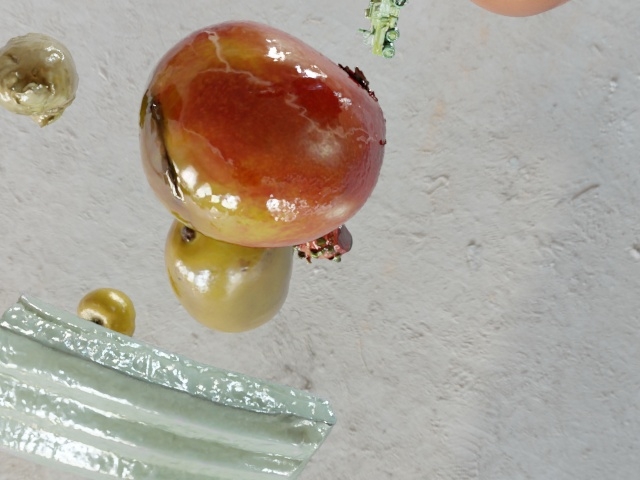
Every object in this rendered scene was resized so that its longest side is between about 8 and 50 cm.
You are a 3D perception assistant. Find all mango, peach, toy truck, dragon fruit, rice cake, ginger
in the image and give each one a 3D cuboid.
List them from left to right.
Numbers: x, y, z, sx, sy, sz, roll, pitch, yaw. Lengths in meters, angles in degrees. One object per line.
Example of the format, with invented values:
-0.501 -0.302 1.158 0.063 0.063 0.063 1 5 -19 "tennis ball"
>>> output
-0.499 -0.287 0.879 0.137 0.267 0.152 -23 107 -15 "ginger"
-0.564 0.209 1.307 0.179 0.103 0.180 1 93 27 "peach"
-0.111 0.127 0.347 0.236 0.043 0.127 23 119 -17 "rice cake"
-0.196 0.064 1.168 0.300 0.446 0.232 -34 57 -17 "mango"
-0.084 -0.159 0.775 0.369 0.370 0.371 1 84 -6 "peach"
0.000 0.000 1.580 0.160 0.171 0.167 -35 117 -50 "dragon fruit"
0.205 -0.746 1.657 0.135 0.260 0.129 6 58 -6 "toy truck"

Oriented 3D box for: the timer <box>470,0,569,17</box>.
0.235 -0.383 0.557 0.215 0.229 0.230 42 81 -26 "timer"
